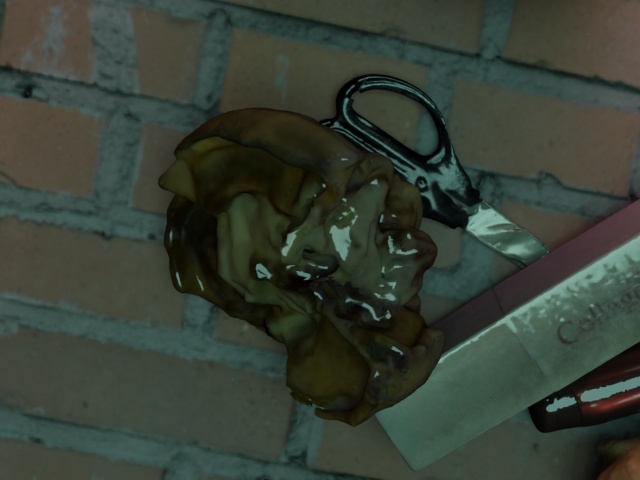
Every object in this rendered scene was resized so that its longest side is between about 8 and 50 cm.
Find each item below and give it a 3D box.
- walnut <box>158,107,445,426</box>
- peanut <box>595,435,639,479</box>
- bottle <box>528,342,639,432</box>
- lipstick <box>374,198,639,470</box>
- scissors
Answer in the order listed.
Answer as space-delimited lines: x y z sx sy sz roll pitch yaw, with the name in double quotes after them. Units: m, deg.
-0.007 0.004 1.039 0.141 0.204 0.238 -33 112 -41 "walnut"
0.352 0.216 1.081 0.291 0.143 0.159 28 104 -8 "peanut"
0.242 0.108 1.110 0.164 0.060 0.060 -16 96 -1 "bottle"
0.206 0.042 1.070 0.371 0.080 0.076 -32 103 6 "lipstick"
0.126 -0.015 1.108 0.300 0.022 0.109 36 97 -6 "scissors"
